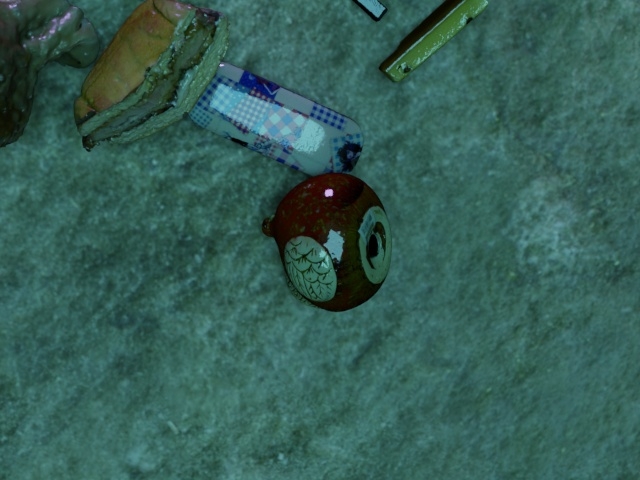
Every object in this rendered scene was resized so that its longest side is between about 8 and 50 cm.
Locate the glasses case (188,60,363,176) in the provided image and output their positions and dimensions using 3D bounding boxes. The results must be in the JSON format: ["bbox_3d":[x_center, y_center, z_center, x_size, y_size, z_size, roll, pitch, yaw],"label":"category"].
[{"bbox_3d":[-0.079,-0.210,1.828,0.327,0.076,0.125,23,94,-13],"label":"glasses case"}]

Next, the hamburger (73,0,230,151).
[{"bbox_3d":[-0.288,-0.291,1.730,0.282,0.155,0.245,-12,69,26],"label":"hamburger"}]

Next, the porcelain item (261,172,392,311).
[{"bbox_3d":[0.000,0.000,1.824,0.253,0.253,0.253,-2,100,-9],"label":"porcelain item"}]

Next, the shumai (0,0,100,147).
[{"bbox_3d":[-0.491,-0.308,1.638,0.262,0.314,0.267,-27,90,-8],"label":"shumai"}]

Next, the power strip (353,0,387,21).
[{"bbox_3d":[0.070,-0.437,1.833,0.111,0.038,0.029,39,91,-14],"label":"power strip"}]

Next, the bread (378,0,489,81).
[{"bbox_3d":[0.198,-0.368,1.841,0.226,0.088,0.049,-41,107,1],"label":"bread"}]
